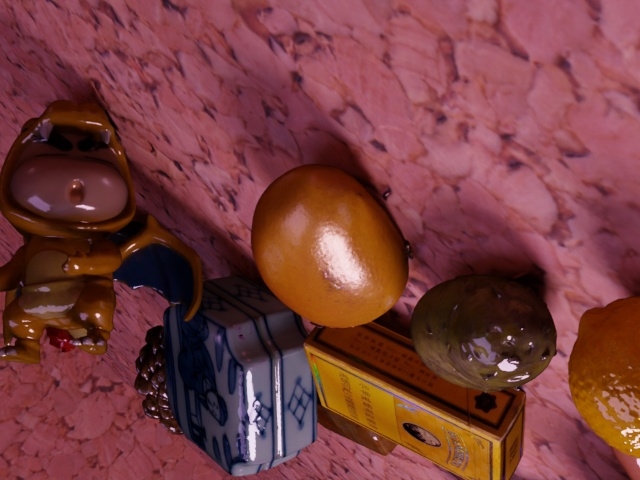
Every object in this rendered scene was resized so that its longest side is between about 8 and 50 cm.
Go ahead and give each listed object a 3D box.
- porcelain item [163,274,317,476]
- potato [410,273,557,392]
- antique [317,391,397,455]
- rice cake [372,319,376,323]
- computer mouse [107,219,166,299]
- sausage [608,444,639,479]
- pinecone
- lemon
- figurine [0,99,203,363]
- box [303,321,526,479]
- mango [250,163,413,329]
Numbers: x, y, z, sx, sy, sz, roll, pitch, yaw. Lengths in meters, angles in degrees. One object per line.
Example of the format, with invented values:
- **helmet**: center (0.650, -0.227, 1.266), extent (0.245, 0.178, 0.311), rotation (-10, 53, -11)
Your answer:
- **porcelain item**: center (-0.140, 0.219, 1.728), extent (0.286, 0.157, 0.281), rotation (28, 125, 49)
- **potato**: center (0.180, 0.105, 1.188), extent (0.149, 0.113, 0.251), rotation (36, 167, -2)
- **antique**: center (0.023, 0.255, 1.749), extent (0.310, 0.093, 0.087), rotation (14, 144, 52)
- **rice cake**: center (0.065, 0.144, 1.553), extent (0.043, 0.034, 0.211), rotation (26, 153, 23)
- **computer mouse**: center (-0.323, 0.021, 1.933), extent (0.264, 0.088, 0.147), rotation (35, 173, 19)
- **sausage**: center (0.413, 0.296, 1.149), extent (0.094, 0.094, 0.419), rotation (-10, 125, 44)
- **pinecone**: center (-0.240, 0.261, 2.031), extent (0.246, 0.246, 0.292), rotation (43, 166, 3)
- **lemon**: center (0.310, 0.133, 0.971), extent (0.187, 0.142, 0.142), rotation (39, 159, -5)
- **figurine**: center (-0.419, 0.003, 1.686), extent (0.401, 0.387, 0.268), rotation (-14, 163, 34)
- **box**: center (0.132, 0.222, 1.466), extent (0.301, 0.084, 0.193), rotation (24, 153, 24)
- **mango**: center (0.000, 0.000, 1.270), extent (0.187, 0.138, 0.257), rotation (14, 152, 31)
